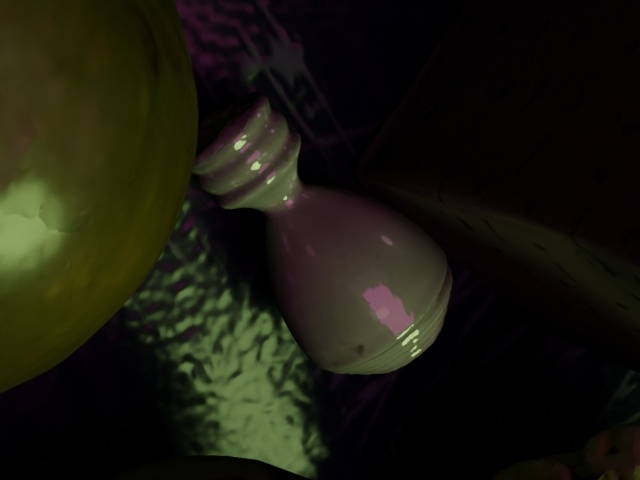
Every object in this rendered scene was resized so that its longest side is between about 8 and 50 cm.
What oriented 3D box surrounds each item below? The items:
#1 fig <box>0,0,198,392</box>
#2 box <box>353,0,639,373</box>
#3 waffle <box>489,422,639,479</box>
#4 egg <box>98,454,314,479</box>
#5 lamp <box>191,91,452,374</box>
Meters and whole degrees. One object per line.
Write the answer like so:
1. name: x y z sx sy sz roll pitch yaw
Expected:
1. fig: -0.216 -0.054 0.459 0.316 0.316 0.316 -9 109 -26
2. box: 0.207 -0.031 0.675 0.225 0.297 0.190 35 84 -31
3. waffle: 0.209 0.192 0.772 0.297 0.317 0.073 25 56 -37
4. egg: -0.085 0.297 0.618 0.287 0.287 0.379 15 94 -31
5. lamp: 0.000 0.000 0.687 0.106 0.106 0.193 -45 113 -9
